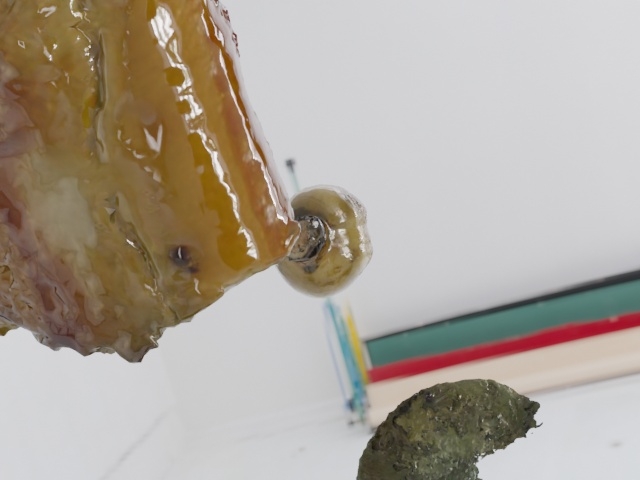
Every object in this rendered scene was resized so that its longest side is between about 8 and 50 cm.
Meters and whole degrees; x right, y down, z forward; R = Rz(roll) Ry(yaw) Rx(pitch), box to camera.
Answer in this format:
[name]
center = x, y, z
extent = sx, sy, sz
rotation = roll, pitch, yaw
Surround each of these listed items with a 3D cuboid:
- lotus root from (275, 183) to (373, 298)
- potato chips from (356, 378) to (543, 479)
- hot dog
[lotus root]
center = 0.000, 0.000, 1.349
extent = 0.118, 0.125, 0.221
rotation = -26, 179, 13
[potato chips]
center = 0.147, 0.254, 1.316
extent = 0.202, 0.220, 0.029
rotation = 25, 175, 12
[hot dog]
center = -0.205, -0.141, 0.720
extent = 0.367, 0.366, 0.196
rotation = 5, -147, 41
